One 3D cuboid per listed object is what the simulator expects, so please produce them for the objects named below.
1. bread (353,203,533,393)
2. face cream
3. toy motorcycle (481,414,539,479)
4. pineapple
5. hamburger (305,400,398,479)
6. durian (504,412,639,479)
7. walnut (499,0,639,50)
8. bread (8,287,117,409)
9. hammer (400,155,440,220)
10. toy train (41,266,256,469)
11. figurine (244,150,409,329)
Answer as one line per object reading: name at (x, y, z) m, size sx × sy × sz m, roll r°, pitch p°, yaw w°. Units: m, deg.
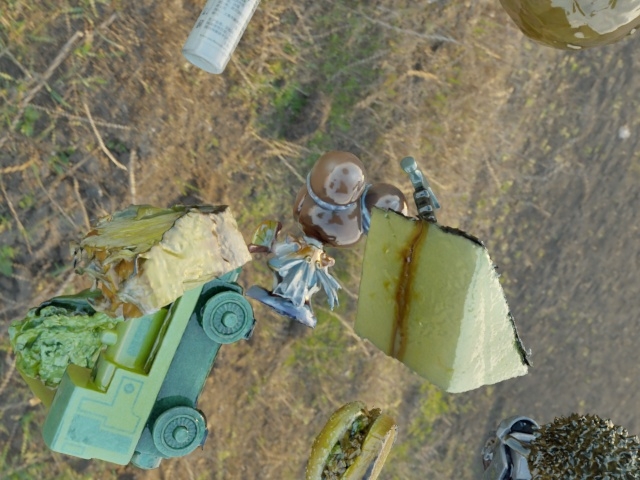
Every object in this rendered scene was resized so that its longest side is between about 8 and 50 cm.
bread at (0.222, 0.076, 1.432) m, size 0.242 × 0.346 × 0.405 m, roll -15°, pitch 125°, yaw -30°
face cream at (-0.145, -0.421, 1.400) m, size 0.082 × 0.082 × 0.269 m, roll 37°, pitch 76°, yaw -47°
toy motorcycle at (0.269, 0.317, 1.063) m, size 0.080 × 0.215 × 0.122 m, roll 8°, pitch 119°, yaw -13°
pineapple at (-0.179, 0.021, 0.914) m, size 0.186 × 0.236 × 0.114 m, roll -24°, pitch 108°, yaw -15°
hamburger at (0.055, 0.358, 1.382) m, size 0.191 × 0.118 × 0.182 m, roll -47°, pitch 161°, yaw -37°
durian at (0.286, 0.246, 0.877) m, size 0.148 × 0.188 × 0.091 m, roll -56°, pitch 145°, yaw -22°
walnut at (0.392, -0.479, 1.172) m, size 0.354 × 0.308 × 0.398 m, roll -25°, pitch 112°, yaw -26°
bread at (-0.458, 0.277, 1.689) m, size 0.251 × 0.208 × 0.376 m, roll -34°, pitch 145°, yaw -19°
hammer at (0.237, -0.066, 1.822) m, size 0.041 × 0.226 × 0.159 m, roll -23°, pitch 135°, yaw 16°
toy train at (-0.261, 0.175, 1.280) m, size 0.237 × 0.150 × 0.369 m, roll 22°, pitch 92°, yaw -25°
figurine at (-0.001, -0.001, 1.883) m, size 0.277 × 0.248 × 0.388 m, roll 33°, pitch 80°, yaw -38°
